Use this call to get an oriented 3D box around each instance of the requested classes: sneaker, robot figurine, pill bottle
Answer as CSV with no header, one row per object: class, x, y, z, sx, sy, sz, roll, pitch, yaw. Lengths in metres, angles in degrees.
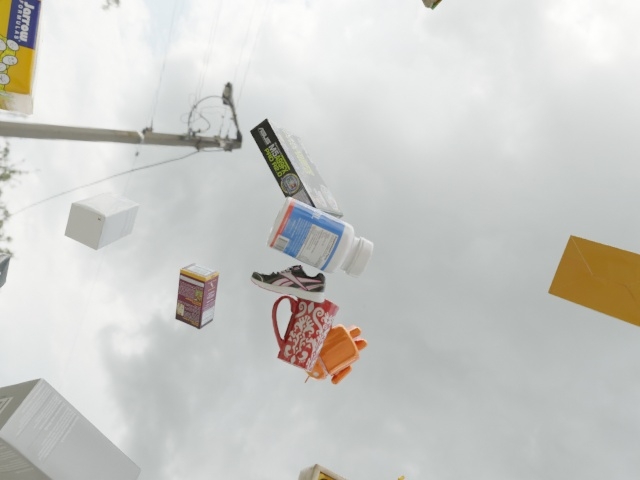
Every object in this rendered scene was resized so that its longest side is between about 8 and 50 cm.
sneaker,-0.069,0.090,1.113,0.178,0.072,0.077,14,-97,5
robot figurine,0.031,0.333,1.430,0.128,0.219,0.158,53,-14,46
pill bottle,0.000,0.000,1.079,0.221,0.124,0.124,24,-64,-8

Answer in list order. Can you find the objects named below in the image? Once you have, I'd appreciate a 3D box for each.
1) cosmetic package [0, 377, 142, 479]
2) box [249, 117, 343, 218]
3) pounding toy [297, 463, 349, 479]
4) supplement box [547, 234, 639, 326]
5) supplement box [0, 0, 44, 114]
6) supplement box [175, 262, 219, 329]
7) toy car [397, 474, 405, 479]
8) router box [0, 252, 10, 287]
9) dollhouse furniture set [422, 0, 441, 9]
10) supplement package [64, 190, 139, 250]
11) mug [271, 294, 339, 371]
cosmetic package,-0.399,0.326,0.717,0.127,0.107,0.238,-16,-58,22
box,-0.056,-0.171,1.259,0.060,0.216,0.270,-32,-102,17
pounding toy,0.018,0.497,0.855,0.130,0.141,0.100,32,-44,-9
supplement box,0.607,0.092,0.987,0.191,0.194,0.129,23,-86,38
supplement box,-0.726,-0.385,0.892,0.195,0.356,0.194,4,-93,60
supplement box,-0.410,0.184,1.598,0.104,0.081,0.188,17,-71,18
toy car,0.201,0.690,1.279,0.060,0.122,0.041,37,-51,26
router box,-0.446,0.046,0.528,0.179,0.133,0.046,-134,-121,-69
dollhouse furniture set,0.231,-0.686,1.003,0.197,0.301,0.151,-30,-136,16
supplement package,-0.621,-0.061,1.377,0.105,0.179,0.105,24,-72,2
mug,-0.051,0.217,1.174,0.150,0.113,0.169,18,-106,10
